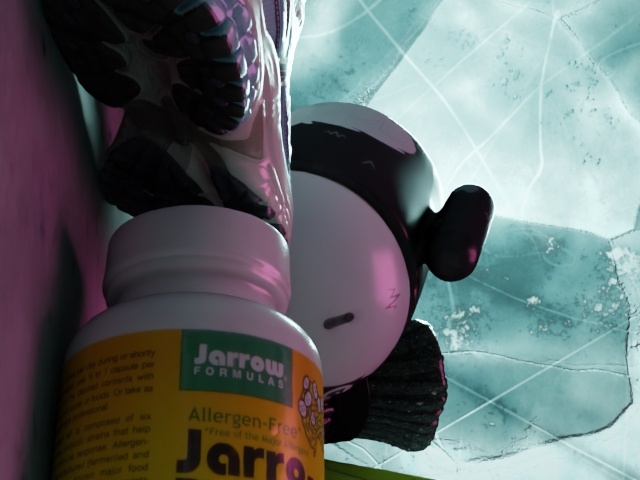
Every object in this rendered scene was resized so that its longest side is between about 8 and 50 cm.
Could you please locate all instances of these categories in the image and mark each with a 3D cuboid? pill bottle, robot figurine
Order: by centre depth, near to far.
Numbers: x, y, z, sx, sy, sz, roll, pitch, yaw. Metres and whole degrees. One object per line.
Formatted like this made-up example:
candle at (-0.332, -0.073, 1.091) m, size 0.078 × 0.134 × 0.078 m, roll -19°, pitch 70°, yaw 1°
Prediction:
pill bottle at (-0.056, 0.096, 0.448) m, size 0.118 × 0.117 × 0.209 m, roll 96°, pitch -6°, yaw -60°
robot figurine at (-0.001, 0.002, 0.770) m, size 0.209 × 0.173 × 0.278 m, roll -49°, pitch -175°, yaw 28°

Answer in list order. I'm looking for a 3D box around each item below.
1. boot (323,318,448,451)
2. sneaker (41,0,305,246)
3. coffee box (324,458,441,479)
boot at (-0.009, 0.127, 0.926) m, size 0.348 × 0.260 × 0.131 m, roll 111°, pitch -20°, yaw -80°
sneaker at (-0.045, -0.081, 0.523) m, size 0.283 × 0.110 × 0.122 m, roll 99°, pitch 13°, yaw -66°
coffee box at (0.130, 0.431, 0.887) m, size 0.334 × 0.338 × 0.338 m, roll 56°, pitch 49°, yaw -39°
